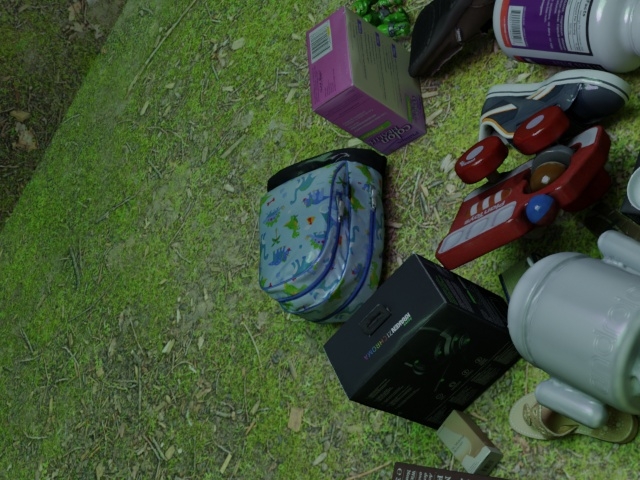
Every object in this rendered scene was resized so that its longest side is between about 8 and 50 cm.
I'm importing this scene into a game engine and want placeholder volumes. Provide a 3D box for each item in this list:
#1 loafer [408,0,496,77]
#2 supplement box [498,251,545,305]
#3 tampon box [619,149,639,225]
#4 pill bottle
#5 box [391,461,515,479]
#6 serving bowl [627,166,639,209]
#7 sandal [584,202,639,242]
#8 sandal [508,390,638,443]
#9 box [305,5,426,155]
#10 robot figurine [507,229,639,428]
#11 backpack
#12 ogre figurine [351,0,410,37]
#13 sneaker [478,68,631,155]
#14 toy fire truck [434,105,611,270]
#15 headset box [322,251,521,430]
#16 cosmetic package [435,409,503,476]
[{"bbox_3d":[0.283,-0.431,2.000,0.366,0.130,0.134,134,147,-64],"label":"loafer"},{"bbox_3d":[0.371,0.081,1.742,0.083,0.056,0.083,-37,47,28],"label":"supplement box"},{"bbox_3d":[0.568,-0.094,1.573,0.101,0.120,0.161,14,81,47],"label":"tampon box"},{"bbox_3d":[0.480,-0.398,1.774,0.323,0.181,0.182,20,86,49],"label":"pill bottle"},{"bbox_3d":[0.280,0.479,1.579,0.381,0.143,0.191,-3,68,44],"label":"box"},{"bbox_3d":[0.513,-0.079,1.509,0.083,0.027,0.083,-21,59,38],"label":"serving bowl"},{"bbox_3d":[0.502,-0.002,1.659,0.072,0.049,0.180,-45,29,14],"label":"sandal"},{"bbox_3d":[0.388,0.280,1.606,0.240,0.079,0.088,-1,70,46],"label":"sandal"},{"bbox_3d":[0.096,-0.335,2.099,0.117,0.243,0.214,-28,53,35],"label":"box"},{"bbox_3d":[0.435,0.136,1.536,0.353,0.199,0.300,25,92,50],"label":"robot figurine"},{"bbox_3d":[0.000,0.000,2.058,0.290,0.273,0.356,-18,71,33],"label":"backpack"},{"bbox_3d":[0.135,-0.517,2.272,0.118,0.097,0.197,-25,67,14],"label":"ogre figurine"},{"bbox_3d":[0.417,-0.221,1.798,0.321,0.126,0.128,-1,66,58],"label":"sneaker"},{"bbox_3d":[0.347,-0.075,1.680,0.302,0.169,0.254,-27,21,36],"label":"toy fire truck"},{"bbox_3d":[0.181,0.181,1.720,0.246,0.283,0.131,-48,44,20],"label":"headset box"},{"bbox_3d":[0.260,0.356,1.733,0.060,0.041,0.115,-56,41,11],"label":"cosmetic package"}]
